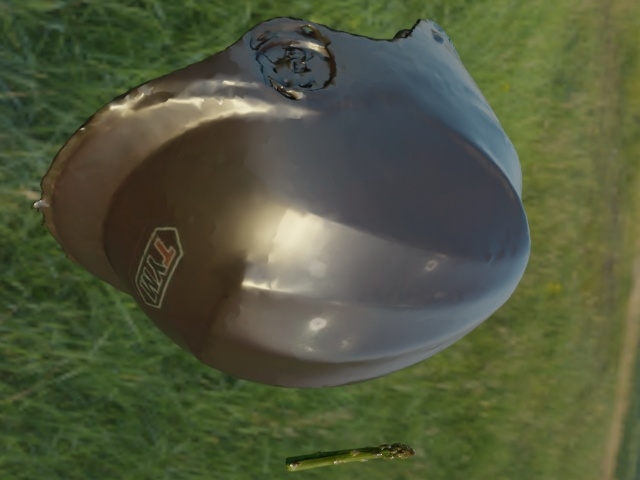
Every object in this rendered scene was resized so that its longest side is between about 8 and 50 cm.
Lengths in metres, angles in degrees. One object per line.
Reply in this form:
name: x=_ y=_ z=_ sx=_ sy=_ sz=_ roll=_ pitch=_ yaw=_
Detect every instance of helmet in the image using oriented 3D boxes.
helmet: x=0.000 y=0.000 z=0.746 sx=0.305 sy=0.177 sz=0.225 roll=-18 pitch=153 yaw=-31

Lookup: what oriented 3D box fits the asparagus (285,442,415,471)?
asparagus: x=0.024 y=0.173 z=0.972 sx=0.014 sy=0.114 sz=0.015 roll=57 pitch=31 yaw=-39
